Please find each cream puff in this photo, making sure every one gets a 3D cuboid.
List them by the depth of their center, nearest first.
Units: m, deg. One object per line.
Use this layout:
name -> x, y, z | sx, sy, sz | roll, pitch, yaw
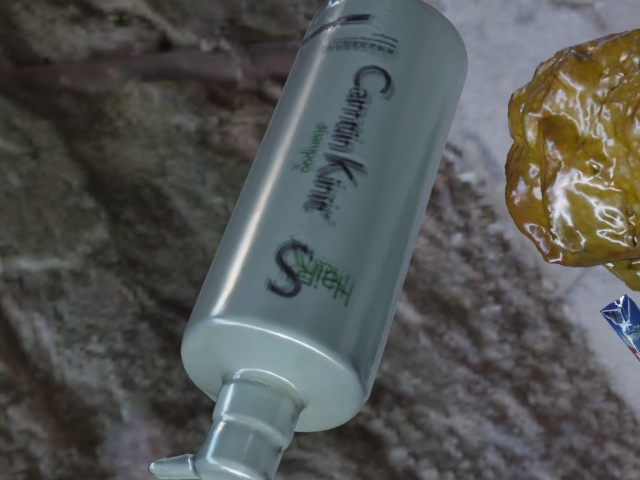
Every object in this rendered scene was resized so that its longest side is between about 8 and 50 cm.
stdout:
cream puff -> 0.124, -0.024, 0.551 | 0.116, 0.122, 0.094 | -2, 83, 9

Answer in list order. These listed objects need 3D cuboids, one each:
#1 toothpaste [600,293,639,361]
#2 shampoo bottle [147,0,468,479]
toothpaste -> 0.231, 0.076, 1.076 | 0.027, 0.019, 0.083 | -45, 71, 34
shampoo bottle -> 0.000, 0.000, 0.696 | 0.085, 0.085, 0.262 | -37, 26, 49
